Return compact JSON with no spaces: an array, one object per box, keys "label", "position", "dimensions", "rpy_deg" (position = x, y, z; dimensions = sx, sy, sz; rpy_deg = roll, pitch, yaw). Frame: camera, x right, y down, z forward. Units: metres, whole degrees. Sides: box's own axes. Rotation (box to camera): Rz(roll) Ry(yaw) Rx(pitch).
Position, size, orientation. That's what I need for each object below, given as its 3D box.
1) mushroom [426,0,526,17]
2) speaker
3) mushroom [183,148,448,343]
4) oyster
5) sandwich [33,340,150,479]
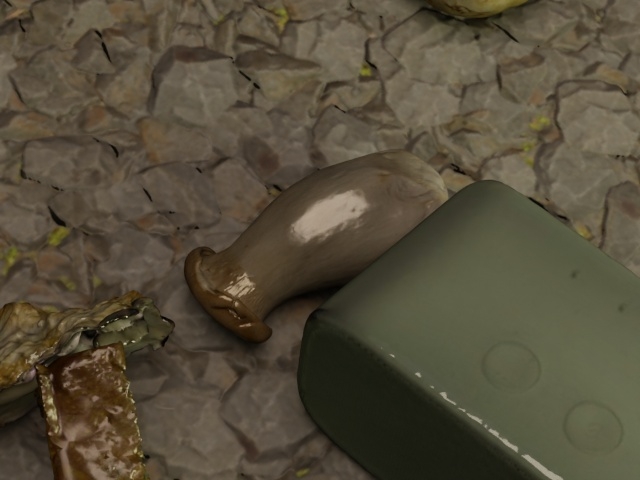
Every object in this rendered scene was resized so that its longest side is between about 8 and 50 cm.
[{"label":"mushroom","position":[0.130,-0.254,1.357],"dimensions":[0.148,0.112,0.148],"rpy_deg":[-1,63,3]},{"label":"speaker","position":[0.194,0.146,1.138],"dimensions":[0.406,0.183,0.184],"rpy_deg":[38,63,18]},{"label":"mushroom","position":[0.000,0.001,1.245],"dimensions":[0.212,0.088,0.097],"rpy_deg":[-31,96,-13]},{"label":"oyster","position":[-0.206,0.079,1.152],"dimensions":[0.191,0.163,0.081],"rpy_deg":[-26,86,-42]},{"label":"sandwich","position":[-0.135,0.196,1.091],"dimensions":[0.065,0.186,0.214],"rpy_deg":[-14,66,-9]}]
